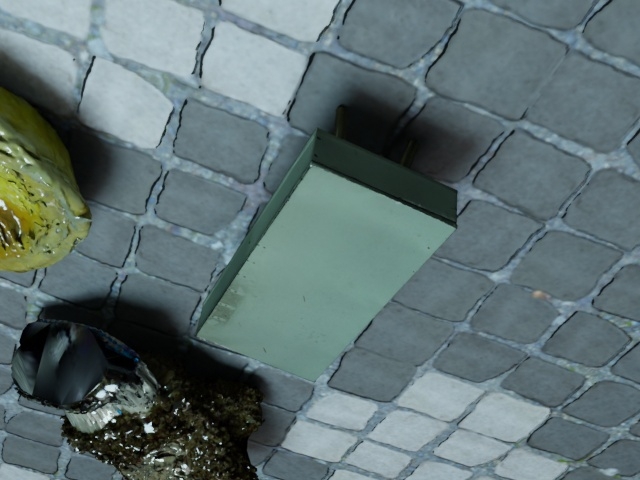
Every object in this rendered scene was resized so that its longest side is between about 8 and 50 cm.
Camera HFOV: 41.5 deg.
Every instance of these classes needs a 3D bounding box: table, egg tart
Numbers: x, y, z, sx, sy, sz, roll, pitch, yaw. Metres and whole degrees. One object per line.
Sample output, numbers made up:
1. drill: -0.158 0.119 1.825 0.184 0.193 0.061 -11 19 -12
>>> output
1. table: 0.000 0.000 0.712 0.122 0.111 0.240 24 135 -15
2. egg tart: -0.302 -0.068 0.706 0.253 0.098 0.231 17 142 -3

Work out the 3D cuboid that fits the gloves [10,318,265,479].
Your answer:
1. gloves: -0.182 0.197 0.930 0.211 0.135 0.312 -11 133 21
